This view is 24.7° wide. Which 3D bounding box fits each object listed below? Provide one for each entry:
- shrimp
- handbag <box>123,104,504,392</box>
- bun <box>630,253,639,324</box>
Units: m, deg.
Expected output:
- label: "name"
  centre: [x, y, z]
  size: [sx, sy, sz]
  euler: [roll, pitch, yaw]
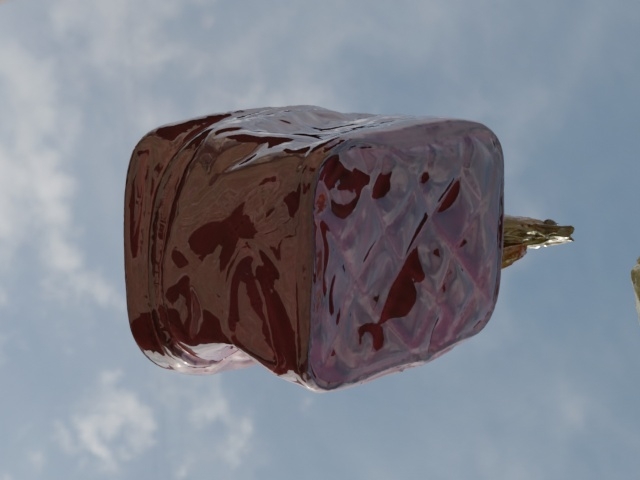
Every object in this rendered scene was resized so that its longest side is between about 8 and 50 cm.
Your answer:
- label: "shrimp"
  centre: [0.106, 0.005, 0.924]
  size: [0.108, 0.023, 0.059]
  euler: [3, -134, 10]
- label: "handbag"
  centre: [0.000, 0.000, 0.804]
  size: [0.135, 0.225, 0.147]
  euler: [4, -80, 33]
- label: "bun"
  centre: [0.254, 0.013, 0.740]
  size: [0.188, 0.111, 0.164]
  euler: [9, -119, 6]
